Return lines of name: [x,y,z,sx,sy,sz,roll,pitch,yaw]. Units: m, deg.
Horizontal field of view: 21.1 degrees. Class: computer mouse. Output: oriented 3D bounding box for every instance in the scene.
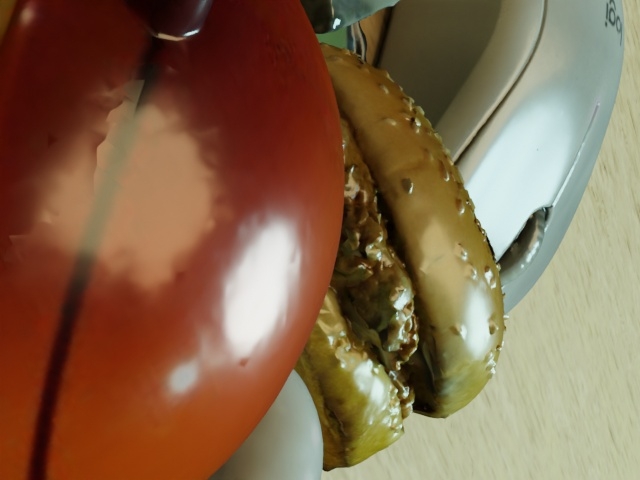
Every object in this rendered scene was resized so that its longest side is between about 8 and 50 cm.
computer mouse: [0.114,-0.084,1.029,0.184,0.121,0.297,43,55,-58]

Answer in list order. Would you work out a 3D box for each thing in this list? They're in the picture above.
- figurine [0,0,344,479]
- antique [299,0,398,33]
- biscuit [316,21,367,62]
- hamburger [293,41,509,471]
figurine: [-0.088,0.008,0.533,0.323,0.196,0.320,83,12,-54]
antique: [0.016,-0.159,0.787,0.183,0.086,0.088,-32,122,-49]
biscuit: [-0.010,-0.067,0.876,0.099,0.038,0.322,-35,124,-51]
hamburger: [0.001,-0.002,0.738,0.118,0.182,0.191,-33,144,-13]
